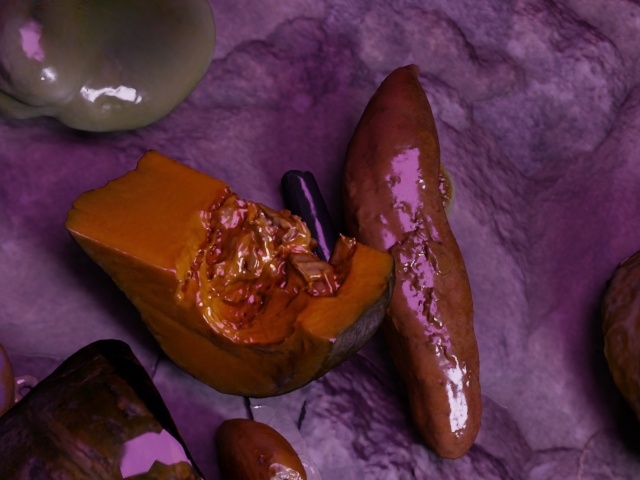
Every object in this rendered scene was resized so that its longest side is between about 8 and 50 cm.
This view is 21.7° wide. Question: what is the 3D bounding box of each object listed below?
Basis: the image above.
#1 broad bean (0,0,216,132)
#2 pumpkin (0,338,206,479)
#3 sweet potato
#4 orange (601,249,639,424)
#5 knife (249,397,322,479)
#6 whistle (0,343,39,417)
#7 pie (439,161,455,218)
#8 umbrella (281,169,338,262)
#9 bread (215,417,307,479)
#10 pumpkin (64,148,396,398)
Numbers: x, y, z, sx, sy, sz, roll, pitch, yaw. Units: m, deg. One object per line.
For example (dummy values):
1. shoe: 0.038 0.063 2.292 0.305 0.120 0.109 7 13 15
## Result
1. broad bean: -0.192 -0.172 1.379 0.228 0.100 0.169 5 73 -36
2. pumpkin: -0.151 0.251 1.157 0.232 0.242 0.325 -28 90 -6
3. sweet potato: 0.069 0.008 1.406 0.106 0.095 0.355 10 67 -48
4. orange: 0.426 0.131 1.458 0.368 0.210 0.271 40 55 -6
5. knife: 0.006 0.245 1.322 0.047 0.017 0.298 -17 76 -25
6. whistle: -0.311 0.107 1.189 0.223 0.123 0.123 1 67 -9
7. pie: 0.083 -0.048 1.487 0.084 0.021 0.084 10 64 -21
8. umbrella: 0.001 0.000 1.422 0.036 0.031 0.133 -11 73 -29
9. bread: -0.045 0.185 1.285 0.054 0.154 0.136 -14 40 -19
10. pumpkin: -0.076 0.038 1.326 0.248 0.126 0.131 28 52 9
